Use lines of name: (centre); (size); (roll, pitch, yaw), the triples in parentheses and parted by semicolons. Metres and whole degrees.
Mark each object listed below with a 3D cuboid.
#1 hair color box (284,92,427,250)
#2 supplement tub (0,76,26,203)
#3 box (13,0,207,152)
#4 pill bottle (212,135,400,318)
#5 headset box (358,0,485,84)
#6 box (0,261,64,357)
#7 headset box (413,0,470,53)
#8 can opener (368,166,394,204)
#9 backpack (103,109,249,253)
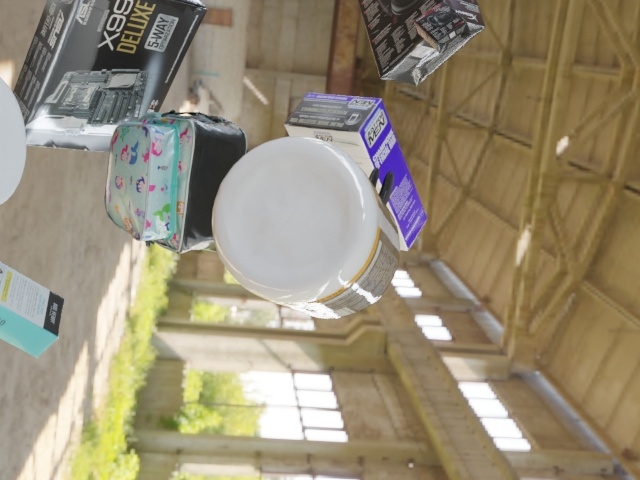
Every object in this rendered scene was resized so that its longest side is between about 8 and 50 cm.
hair color box: (0.079, -0.139, 1.804); (0.110, 0.185, 0.339); (-57, 140, -28)
supplement tub: (-0.625, -0.144, 1.269); (0.235, 0.324, 0.236); (0, 90, -75)
box: (-0.359, -0.294, 1.455); (0.076, 0.242, 0.307); (47, -61, 31)
pill bottle: (0.000, 0.000, 0.935); (0.278, 0.162, 0.162); (41, 52, -75)
headset box: (0.189, -0.503, 1.786); (0.218, 0.110, 0.293); (-37, -120, 46)
box: (-0.526, 0.081, 1.374); (0.060, 0.244, 0.101); (-42, -149, 20)
headset box: (0.200, -0.356, 1.453); (0.083, 0.062, 0.032); (55, -2, 42)
can opener: (0.082, -0.048, 1.414); (0.073, 0.059, 0.186); (111, -7, -54)
backpack: (-0.240, -0.099, 1.406); (0.253, 0.191, 0.225); (25, -70, 60)
